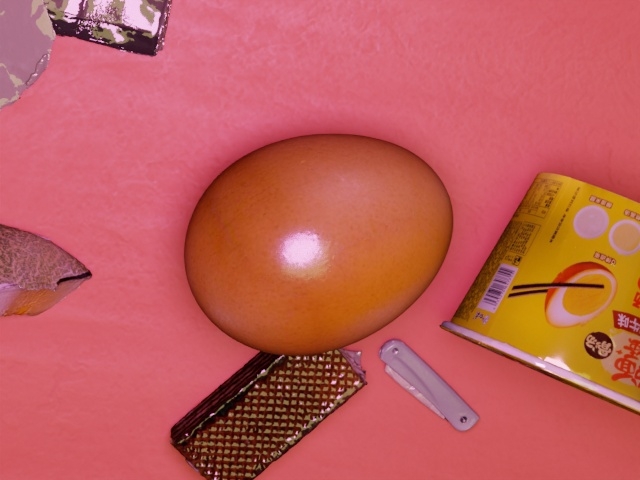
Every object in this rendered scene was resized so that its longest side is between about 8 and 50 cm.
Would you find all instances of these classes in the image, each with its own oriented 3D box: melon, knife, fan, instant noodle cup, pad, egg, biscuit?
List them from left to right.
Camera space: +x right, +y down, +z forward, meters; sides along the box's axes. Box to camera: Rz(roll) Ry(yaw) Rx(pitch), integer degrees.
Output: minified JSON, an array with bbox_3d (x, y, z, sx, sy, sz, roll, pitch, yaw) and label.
[{"bbox_3d":[-0.399,-0.169,1.875,0.182,0.010,0.310,2,106,-1],"label":"fan"},{"bbox_3d":[-0.371,0.036,1.885,0.139,0.202,0.093,48,114,18],"label":"melon"},{"bbox_3d":[-0.280,-0.320,1.859,0.233,0.022,0.174,12,101,-11],"label":"pad"},{"bbox_3d":[-0.061,0.201,1.988,0.252,0.070,0.106,-40,107,0],"label":"biscuit"},{"bbox_3d":[0.000,0.000,1.860,0.322,0.250,0.250,-21,105,-16],"label":"egg"},{"bbox_3d":[0.135,0.186,2.041,0.162,0.023,0.044,44,91,-15],"label":"knife"},{"bbox_3d":[0.326,0.066,1.920,0.311,0.311,0.221,24,89,-14],"label":"instant noodle cup"}]
